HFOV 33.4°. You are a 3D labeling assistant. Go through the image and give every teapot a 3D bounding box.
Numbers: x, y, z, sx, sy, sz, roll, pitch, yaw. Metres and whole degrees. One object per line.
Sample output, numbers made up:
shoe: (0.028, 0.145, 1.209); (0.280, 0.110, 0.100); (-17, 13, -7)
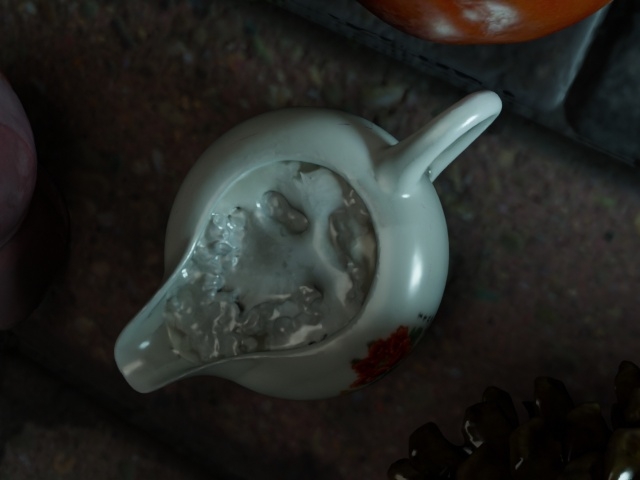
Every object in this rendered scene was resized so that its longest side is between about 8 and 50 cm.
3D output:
teapot: (0.000, 0.000, 0.532); (0.226, 0.092, 0.145); (-41, 82, 18)

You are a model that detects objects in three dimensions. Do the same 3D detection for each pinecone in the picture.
pinecone: (0.120, 0.140, 0.451); (0.212, 0.185, 0.168); (31, 119, 33)

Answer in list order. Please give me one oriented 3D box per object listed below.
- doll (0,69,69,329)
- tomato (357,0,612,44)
doll: (-0.261, -0.011, 0.604); (0.256, 0.196, 0.152); (-36, 43, 24)
tomato: (0.057, -0.169, 0.462); (0.187, 0.151, 0.187); (-1, 92, -22)
